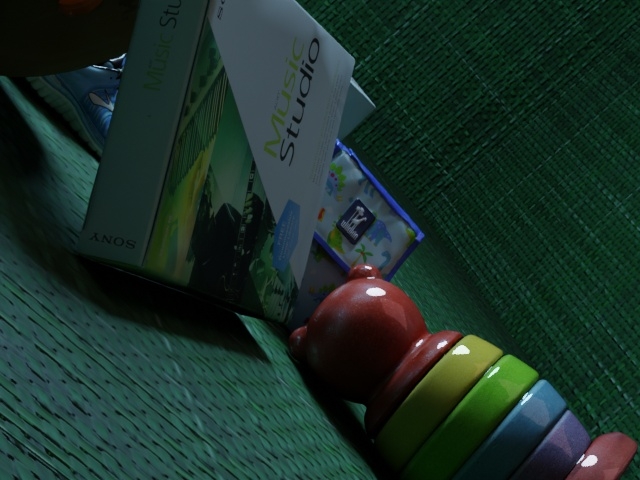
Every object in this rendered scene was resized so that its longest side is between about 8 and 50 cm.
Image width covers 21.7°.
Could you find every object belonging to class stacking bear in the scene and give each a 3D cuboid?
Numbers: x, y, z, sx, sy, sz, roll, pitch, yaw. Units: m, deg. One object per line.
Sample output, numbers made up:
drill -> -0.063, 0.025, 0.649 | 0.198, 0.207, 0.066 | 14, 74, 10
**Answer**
stacking bear -> 0.108, 0.147, 1.432 | 0.289, 0.175, 0.164 | 41, -2, 10

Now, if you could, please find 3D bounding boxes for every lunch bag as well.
lunch bag -> 0.000, 0.000, 1.518 | 0.129, 0.151, 0.096 | 47, 6, -19

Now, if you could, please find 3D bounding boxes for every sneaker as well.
sneaker -> -0.178, -0.119, 1.365 | 0.162, 0.073, 0.063 | 47, 6, -42

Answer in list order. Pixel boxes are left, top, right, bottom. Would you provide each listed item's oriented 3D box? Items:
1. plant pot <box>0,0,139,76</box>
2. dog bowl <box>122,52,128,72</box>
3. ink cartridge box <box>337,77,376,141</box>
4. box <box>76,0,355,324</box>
plant pot -> -0.204, -0.255, 1.213 | 0.203, 0.290, 0.291 | 68, 13, 18
dog bowl -> -0.152, -0.166, 1.690 | 0.349, 0.102, 0.349 | 47, 7, -7
ink cartridge box -> -0.052, -0.203, 1.733 | 0.208, 0.087, 0.153 | 54, 9, 31
box -> -0.065, -0.071, 1.233 | 0.058, 0.232, 0.322 | 11, -5, 19
